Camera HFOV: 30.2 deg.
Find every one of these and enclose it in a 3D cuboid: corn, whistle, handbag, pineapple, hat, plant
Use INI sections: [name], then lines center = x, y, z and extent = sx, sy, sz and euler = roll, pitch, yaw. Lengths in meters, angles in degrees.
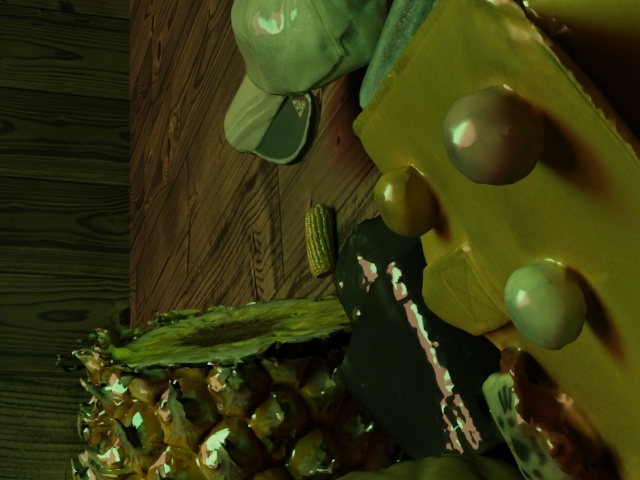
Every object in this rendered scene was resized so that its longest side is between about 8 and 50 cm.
[corn]
center = 0.000, 0.000, 1.418
extent = 0.037, 0.037, 0.092
euler = 131, 138, -61
[whistle]
center = 0.107, -0.243, 1.106
extent = 0.312, 0.062, 0.062
euler = 112, 155, -43
[handbag]
center = 0.158, 0.077, 0.522
extent = 0.401, 0.133, 0.283
euler = 61, 168, 1
[pineapple]
center = -0.077, 0.213, 1.148
extent = 0.352, 0.352, 0.300
euler = -159, 67, -71
[hat]
center = -0.030, -0.216, 1.284
extent = 0.275, 0.161, 0.232
euler = -46, 13, 46
[plant]
center = 0.103, 0.080, 0.928
extent = 0.256, 0.141, 0.164
euler = 64, 147, 37

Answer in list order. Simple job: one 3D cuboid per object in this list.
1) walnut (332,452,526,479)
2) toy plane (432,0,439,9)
[walnut]
center = 0.078, 0.291, 0.718
extent = 0.344, 0.306, 0.306
euler = -93, 16, -54
[toy plane]
center = 0.159, -0.093, 0.866
extent = 0.267, 0.088, 0.212
euler = 1, 109, 69
